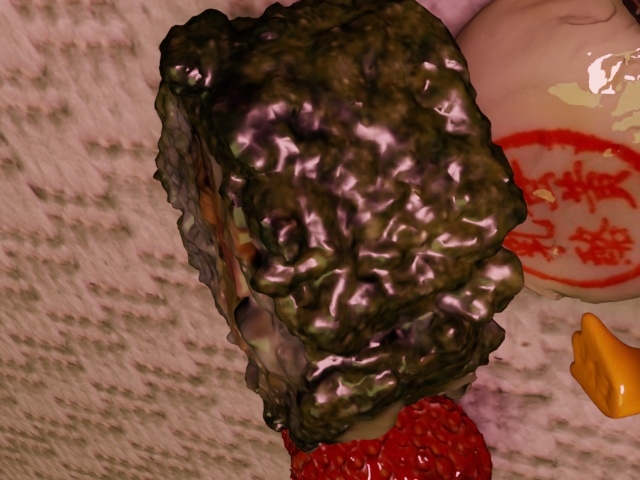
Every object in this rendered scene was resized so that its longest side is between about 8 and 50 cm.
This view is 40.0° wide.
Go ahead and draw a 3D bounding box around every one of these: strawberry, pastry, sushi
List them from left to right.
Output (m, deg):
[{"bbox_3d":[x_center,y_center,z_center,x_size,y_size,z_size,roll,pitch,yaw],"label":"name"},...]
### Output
[{"bbox_3d":[0.000,0.000,0.652,0.352,0.178,0.294,124,124,-73],"label":"sushi"},{"bbox_3d":[0.072,0.253,1.030,0.260,0.258,0.261,-5,143,-4],"label":"strawberry"},{"bbox_3d":[0.198,-0.068,0.635,0.264,0.133,0.265,14,138,13],"label":"pastry"}]

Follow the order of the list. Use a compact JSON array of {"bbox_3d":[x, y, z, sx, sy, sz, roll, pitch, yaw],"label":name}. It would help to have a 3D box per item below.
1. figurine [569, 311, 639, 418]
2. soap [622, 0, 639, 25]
[{"bbox_3d":[0.351,0.072,0.571,0.343,0.215,0.187,-3,104,-10],"label":"figurine"},{"bbox_3d":[0.317,-0.098,0.474,0.182,0.112,0.289,-43,111,13],"label":"soap"}]
